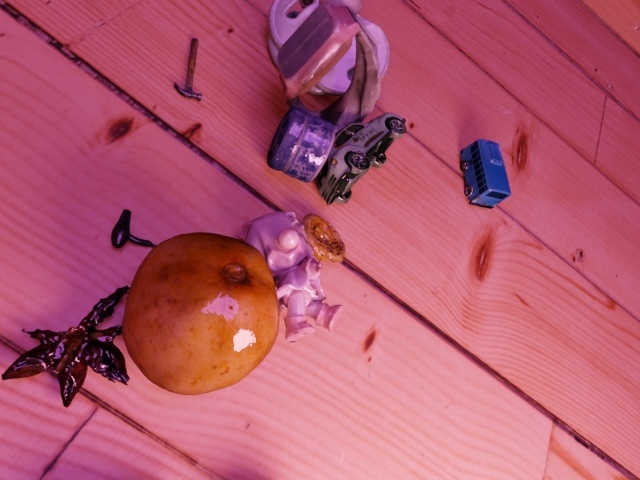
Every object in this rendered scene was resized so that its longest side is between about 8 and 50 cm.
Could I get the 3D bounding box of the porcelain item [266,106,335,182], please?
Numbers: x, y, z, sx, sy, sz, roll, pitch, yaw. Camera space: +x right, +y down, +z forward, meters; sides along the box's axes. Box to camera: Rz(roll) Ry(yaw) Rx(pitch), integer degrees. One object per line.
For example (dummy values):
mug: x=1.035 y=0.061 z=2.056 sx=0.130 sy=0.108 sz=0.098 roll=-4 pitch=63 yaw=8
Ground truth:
porcelain item: x=-0.047 y=-0.213 z=1.001 sx=0.114 sy=0.147 sz=0.147 roll=22 pitch=59 yaw=-16

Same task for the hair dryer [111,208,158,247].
hair dryer: x=-0.341 y=-0.012 z=0.838 sx=0.083 sy=0.031 sz=0.079 roll=26 pitch=48 yaw=-30

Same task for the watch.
watch: x=0.034 y=-0.369 z=1.043 sx=0.241 sy=0.253 sz=0.161 roll=29 pitch=35 yaw=-39

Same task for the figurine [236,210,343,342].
figurine: x=-0.062 y=0.058 z=0.854 sx=0.133 sy=0.200 sz=0.275 roll=-25 pitch=60 yaw=-6

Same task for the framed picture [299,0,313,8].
framed picture: x=-0.038 y=-0.714 z=1.322 sx=0.066 sy=0.007 sz=0.089 roll=-10 pitch=72 yaw=-30

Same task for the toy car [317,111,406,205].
toy car: x=0.088 y=-0.213 z=1.078 sx=0.125 sy=0.136 sz=0.306 roll=39 pitch=56 yaw=5

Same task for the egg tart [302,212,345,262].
egg tart: x=0.000 y=0.000 z=0.973 sx=0.129 sy=0.049 sz=0.128 roll=36 pitch=32 yaw=-28

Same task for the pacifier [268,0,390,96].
pacifier: x=0.021 y=-0.522 z=1.118 sx=0.343 sy=0.269 sz=0.288 roll=42 pitch=80 yaw=0

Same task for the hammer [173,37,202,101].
hammer: x=-0.300 y=-0.400 z=1.040 sx=0.062 sy=0.017 sz=0.181 roll=9 pitch=62 yaw=-23

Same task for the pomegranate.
pomegranate: x=-0.190 y=0.113 z=0.724 sx=0.261 sy=0.260 sz=0.260 roll=11 pitch=63 yaw=-22

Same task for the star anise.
star anise: x=-0.372 y=0.179 z=0.711 sx=0.212 sy=0.053 sz=0.157 roll=-26 pitch=80 yaw=-35

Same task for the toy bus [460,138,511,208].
toy bus: x=0.466 y=-0.193 z=1.275 sx=0.090 sy=0.106 sz=0.184 roll=8 pitch=64 yaw=-21
